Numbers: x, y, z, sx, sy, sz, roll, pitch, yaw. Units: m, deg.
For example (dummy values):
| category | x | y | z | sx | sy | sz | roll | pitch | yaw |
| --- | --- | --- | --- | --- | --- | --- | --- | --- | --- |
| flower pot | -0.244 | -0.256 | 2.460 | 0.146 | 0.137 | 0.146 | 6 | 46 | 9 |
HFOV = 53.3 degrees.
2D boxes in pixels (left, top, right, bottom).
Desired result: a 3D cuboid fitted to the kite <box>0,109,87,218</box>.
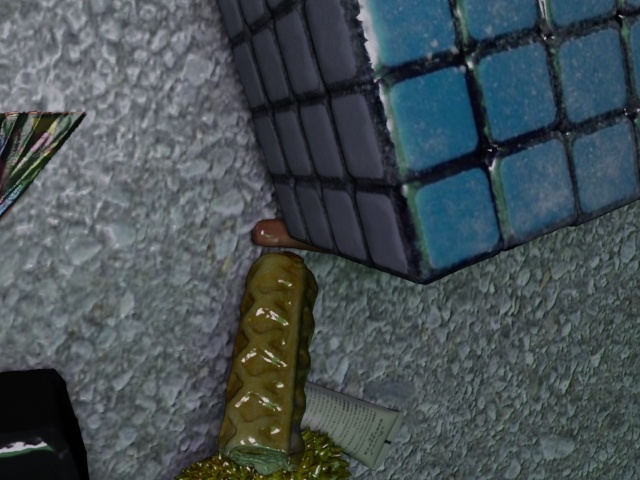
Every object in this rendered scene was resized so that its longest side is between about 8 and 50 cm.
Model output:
| category | x | y | z | sx | sy | sz | roll | pitch | yaw |
| --- | --- | --- | --- | --- | --- | --- | --- | --- | --- |
| kite | -0.414 | -0.073 | 0.679 | 0.321 | 0.016 | 0.234 | -4 | 100 | -21 |

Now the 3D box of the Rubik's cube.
| category | x | y | z | sx | sy | sz | roll | pitch | yaw |
| --- | --- | --- | --- | --- | --- | --- | --- | --- | --- |
| Rubik's cube | 0.121 | -0.185 | 0.657 | 0.337 | 0.343 | 0.344 | -22 | 105 | -18 |

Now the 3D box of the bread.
| category | x | y | z | sx | sy | sz | roll | pitch | yaw |
| --- | --- | --- | --- | --- | --- | --- | --- | --- | --- |
| bread | -0.055 | 0.132 | 0.754 | 0.098 | 0.087 | 0.269 | 14 | 57 | -12 |

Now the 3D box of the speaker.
| category | x | y | z | sx | sy | sz | roll | pitch | yaw |
| --- | --- | --- | --- | --- | --- | --- | --- | --- | --- |
| speaker | -0.409 | 0.254 | 0.638 | 0.388 | 0.180 | 0.184 | -1 | 102 | -22 |

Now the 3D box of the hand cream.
| category | x | y | z | sx | sy | sz | roll | pitch | yaw |
| --- | --- | --- | --- | --- | --- | --- | --- | --- | --- |
| hand cream | -0.001 | 0.234 | 0.865 | 0.276 | 0.059 | 0.095 | 30 | 84 | -27 |

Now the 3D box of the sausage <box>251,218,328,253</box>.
| category | x | y | z | sx | sy | sz | roll | pitch | yaw |
| --- | --- | --- | --- | --- | --- | --- | --- | --- | --- |
| sausage | 0.000 | 0.000 | 0.836 | 0.186 | 0.043 | 0.043 | 9 | 93 | -22 |

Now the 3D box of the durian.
| category | x | y | z | sx | sy | sz | roll | pitch | yaw |
| --- | --- | --- | --- | --- | --- | --- | --- | --- | --- |
| durian | -0.060 | 0.343 | 0.785 | 0.237 | 0.177 | 0.200 | 7 | 138 | -32 |
